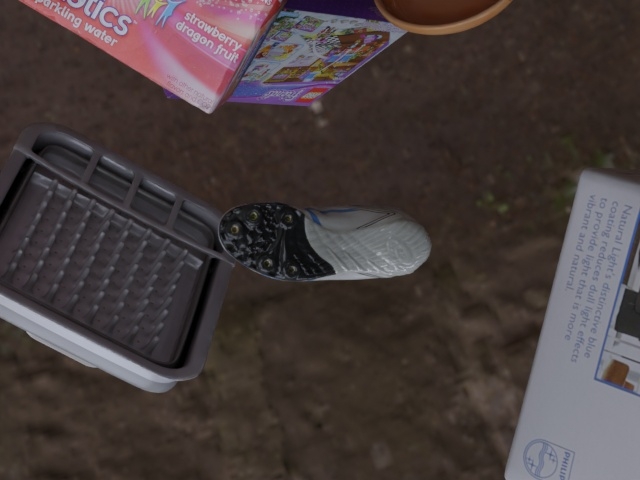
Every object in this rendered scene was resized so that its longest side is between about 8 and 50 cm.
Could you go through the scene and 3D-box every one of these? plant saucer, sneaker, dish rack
[{"bbox_3d":[0.163,-0.322,1.939,0.200,0.200,0.037,-24,137,4],"label":"plant saucer"},{"bbox_3d":[0.000,0.000,1.672,0.237,0.085,0.086,4,-175,-23],"label":"sneaker"},{"bbox_3d":[-0.246,0.024,1.747,0.286,0.333,0.072,29,121,-11],"label":"dish rack"}]

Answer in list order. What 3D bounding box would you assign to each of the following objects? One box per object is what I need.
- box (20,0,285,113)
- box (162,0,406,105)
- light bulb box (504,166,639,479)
[{"bbox_3d":[-0.182,-0.261,1.449,0.154,0.300,0.142,-58,-177,11],"label":"box"},{"bbox_3d":[-0.042,-0.246,1.964,0.201,0.057,0.293,-34,163,31],"label":"box"},{"bbox_3d":[0.382,0.099,1.061,0.358,0.361,0.225,-2,108,-54],"label":"light bulb box"}]
